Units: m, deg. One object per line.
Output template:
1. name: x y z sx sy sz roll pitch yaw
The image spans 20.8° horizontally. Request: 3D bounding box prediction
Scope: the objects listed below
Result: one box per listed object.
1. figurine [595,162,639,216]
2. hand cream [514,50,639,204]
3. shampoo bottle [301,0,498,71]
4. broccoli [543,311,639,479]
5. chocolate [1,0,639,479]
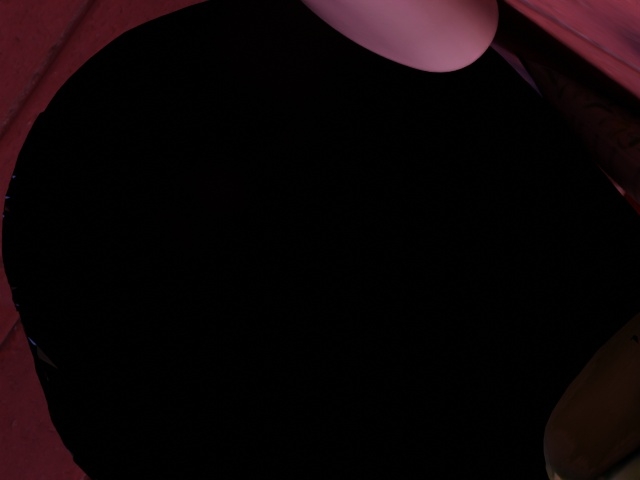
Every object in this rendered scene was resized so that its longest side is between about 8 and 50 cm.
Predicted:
1. figurine: 0.162 0.036 0.962 0.421 0.154 0.193 39 -170 30
2. hand cream: 0.158 -0.020 0.738 0.194 0.042 0.067 44 -174 34
3. shampoo bottle: -0.015 -0.114 0.542 0.108 0.051 0.221 39 -175 24
4. broccoli: 0.186 0.156 0.645 0.297 0.297 0.297 45 -179 -16
5. chocolate: 0.000 0.000 0.821 0.283 0.284 0.186 34 -161 -6
